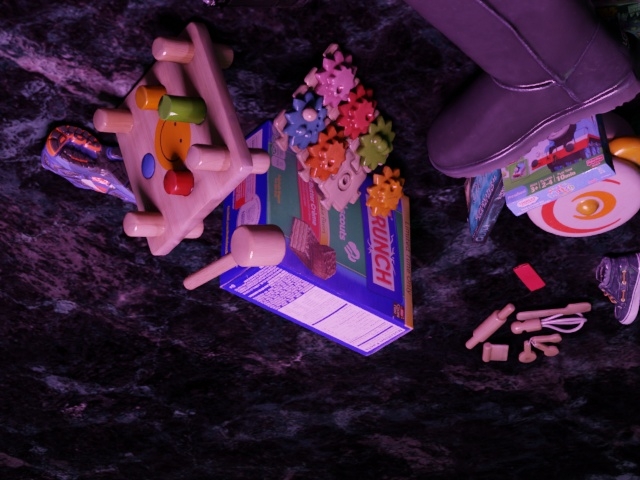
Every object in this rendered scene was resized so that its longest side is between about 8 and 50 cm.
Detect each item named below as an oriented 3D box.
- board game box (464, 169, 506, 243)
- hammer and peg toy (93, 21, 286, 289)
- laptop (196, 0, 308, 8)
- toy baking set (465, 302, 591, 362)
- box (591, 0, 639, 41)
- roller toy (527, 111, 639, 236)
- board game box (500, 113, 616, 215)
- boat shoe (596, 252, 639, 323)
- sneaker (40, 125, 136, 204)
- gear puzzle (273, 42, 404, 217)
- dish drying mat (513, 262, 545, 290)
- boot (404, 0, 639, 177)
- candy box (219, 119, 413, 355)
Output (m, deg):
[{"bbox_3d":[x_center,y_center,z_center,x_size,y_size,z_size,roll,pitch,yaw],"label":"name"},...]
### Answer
[{"bbox_3d":[0.271,-0.098,1.994,0.026,0.126,0.186,4,143,-10],"label":"board game box"},{"bbox_3d":[-0.195,-0.095,1.785,0.127,0.361,0.266,1,151,-41],"label":"hammer and peg toy"},{"bbox_3d":[-0.095,-0.426,1.616,0.264,0.136,0.234,-9,154,-38],"label":"laptop"},{"bbox_3d":[0.412,0.172,2.463,0.197,0.030,0.256,9,143,-20],"label":"toy baking set"},{"bbox_3d":[0.427,-0.314,1.787,0.137,0.027,0.094,-7,143,8],"label":"box"},{"bbox_3d":[0.417,-0.102,1.978,0.209,0.146,0.191,-9,144,8],"label":"roller toy"},{"bbox_3d":[0.339,-0.157,1.842,0.160,0.211,0.039,-24,139,27],"label":"board game box"},{"bbox_3d":[0.552,0.088,2.326,0.083,0.065,0.183,0,137,0],"label":"boat shoe"},{"bbox_3d":[-0.348,-0.113,1.995,0.221,0.083,0.087,29,148,-28],"label":"sneaker"},{"bbox_3d":[0.053,-0.133,1.909,0.044,0.175,0.339,24,162,38],"label":"gear puzzle"},{"bbox_3d":[0.391,0.068,2.330,0.032,0.008,0.083,-21,139,23],"label":"dish drying mat"},{"bbox_3d":[0.182,-0.284,1.694,0.367,0.146,0.445,-28,139,30],"label":"boot"},{"bbox_3d":[0.000,0.000,1.994,0.317,0.268,0.122,28,137,-35],"label":"candy box"}]
